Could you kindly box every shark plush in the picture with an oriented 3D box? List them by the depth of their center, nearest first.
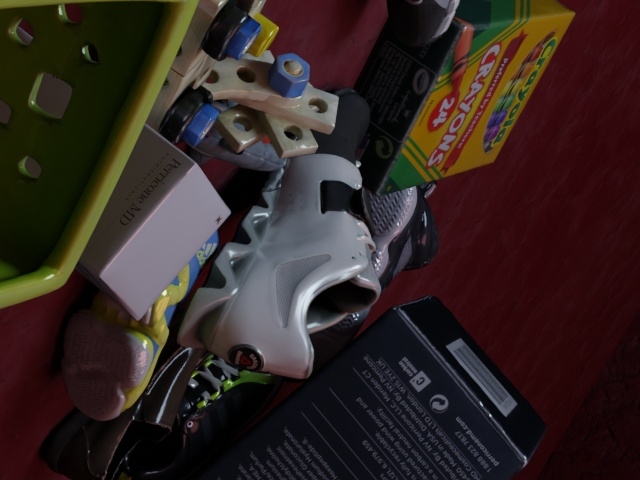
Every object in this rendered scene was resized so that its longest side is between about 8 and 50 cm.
[{"bbox_3d":[-0.082,-0.096,1.520,0.073,0.067,0.161,-51,159,-4],"label":"shark plush"}]

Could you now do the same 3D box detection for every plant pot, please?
[{"bbox_3d":[-0.238,-0.098,0.991,0.228,0.207,0.227,-14,136,-58],"label":"plant pot"}]

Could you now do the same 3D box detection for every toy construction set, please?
[{"bbox_3d":[-0.053,-0.186,1.349,0.215,0.151,0.327,-53,163,-41],"label":"toy construction set"}]

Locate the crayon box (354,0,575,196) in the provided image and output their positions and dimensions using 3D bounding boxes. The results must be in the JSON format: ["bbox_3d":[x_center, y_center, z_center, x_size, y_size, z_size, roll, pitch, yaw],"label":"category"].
[{"bbox_3d":[0.151,-0.169,1.881,0.318,0.081,0.202,-19,141,-57],"label":"crayon box"}]

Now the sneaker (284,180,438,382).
[{"bbox_3d":[0.046,0.039,1.958,0.268,0.101,0.153,-60,156,13],"label":"sneaker"}]

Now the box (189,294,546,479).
[{"bbox_3d":[0.023,0.264,1.930,0.395,0.212,0.293,-42,173,8],"label":"box"}]

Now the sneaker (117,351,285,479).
[{"bbox_3d":[-0.121,0.172,1.845,0.234,0.084,0.097,-53,158,1],"label":"sneaker"}]

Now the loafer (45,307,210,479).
[{"bbox_3d":[-0.166,0.158,1.734,0.220,0.078,0.080,-47,159,-14],"label":"loafer"}]

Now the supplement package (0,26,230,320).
[{"bbox_3d":[-0.170,-0.047,1.255,0.105,0.179,0.105,-50,159,-9],"label":"supplement package"}]

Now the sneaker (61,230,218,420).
[{"bbox_3d":[-0.146,0.051,1.588,0.126,0.091,0.240,-25,145,-52],"label":"sneaker"}]

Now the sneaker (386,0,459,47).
[{"bbox_3d":[0.061,-0.259,1.564,0.132,0.086,0.228,-29,139,-38],"label":"sneaker"}]

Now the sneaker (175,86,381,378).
[{"bbox_3d":[0.000,0.000,1.669,0.122,0.146,0.330,107,9,-55],"label":"sneaker"}]
